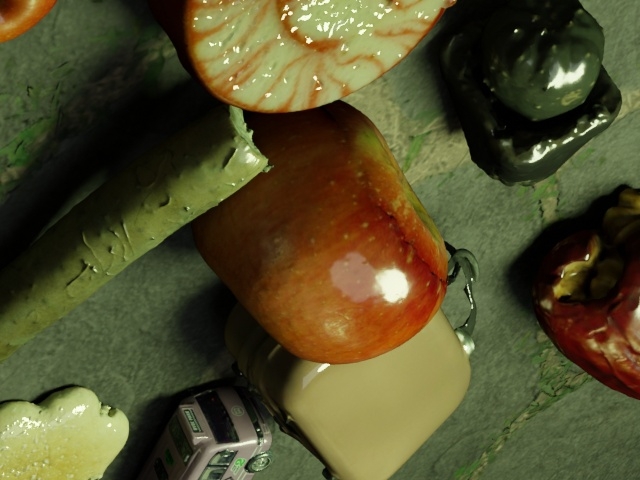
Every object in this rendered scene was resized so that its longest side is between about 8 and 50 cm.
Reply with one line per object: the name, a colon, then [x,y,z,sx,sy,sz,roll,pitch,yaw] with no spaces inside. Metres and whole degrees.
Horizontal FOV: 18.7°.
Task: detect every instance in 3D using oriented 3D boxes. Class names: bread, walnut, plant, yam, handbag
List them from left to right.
bread: [-0.328,0.246,2.063,0.251,0.039,0.182,-38,146,5]
yam: [-0.201,-0.003,1.793,0.371,0.083,0.083,-34,148,23]
bread: [-0.003,-0.259,1.669,0.295,0.114,0.327,3,132,-42]
handbag: [0.059,0.107,2.119,0.283,0.149,0.302,-41,143,-5]
plant: [0.206,-0.149,1.941,0.142,0.164,0.256,-25,155,-14]
walnut: [0.393,0.060,2.315,0.269,0.222,0.244,35,74,-45]

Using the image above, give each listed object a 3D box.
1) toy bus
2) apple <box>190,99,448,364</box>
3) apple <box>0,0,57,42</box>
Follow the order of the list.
toy bus: [-0.137,0.255,2.184,0.108,0.096,0.199,1,135,-34]
apple: [0.000,0.000,1.863,0.206,0.251,0.272,-32,155,4]
apple: [-0.268,-0.222,1.472,0.163,0.139,0.163,-25,145,-19]
